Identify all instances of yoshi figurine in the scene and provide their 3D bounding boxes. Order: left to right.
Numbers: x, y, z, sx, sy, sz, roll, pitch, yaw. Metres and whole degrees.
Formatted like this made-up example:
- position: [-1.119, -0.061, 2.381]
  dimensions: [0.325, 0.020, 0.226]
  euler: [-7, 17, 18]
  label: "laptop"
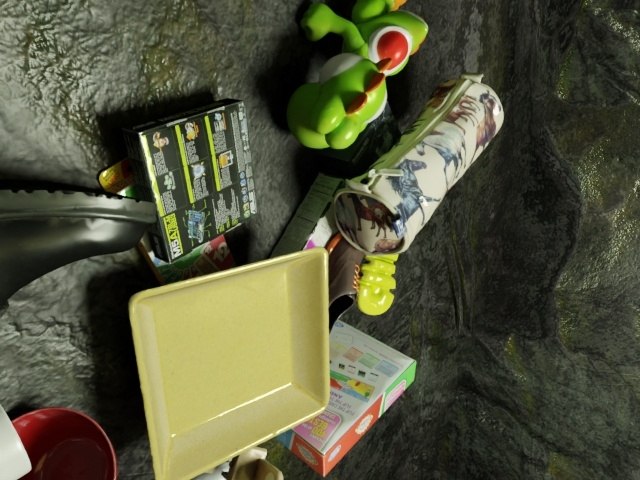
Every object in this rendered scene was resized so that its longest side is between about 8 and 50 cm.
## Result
- position: [0.048, -0.295, 0.826]
  dimensions: [0.203, 0.203, 0.362]
  euler: [106, 10, -60]
  label: "yoshi figurine"

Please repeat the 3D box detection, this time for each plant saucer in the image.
- position: [-0.139, 0.188, 0.783]
  dimensions: [0.333, 0.081, 0.333]
  euler: [-14, 111, -35]
  label: "plant saucer"

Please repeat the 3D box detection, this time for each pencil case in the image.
- position: [0.199, -0.157, 0.915]
  dimensions: [0.410, 0.160, 0.183]
  euler: [-48, 154, -25]
  label: "pencil case"

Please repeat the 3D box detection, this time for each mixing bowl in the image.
- position: [-0.352, 0.319, 0.633]
  dimensions: [0.181, 0.181, 0.098]
  euler: [-55, 172, -17]
  label: "mixing bowl"

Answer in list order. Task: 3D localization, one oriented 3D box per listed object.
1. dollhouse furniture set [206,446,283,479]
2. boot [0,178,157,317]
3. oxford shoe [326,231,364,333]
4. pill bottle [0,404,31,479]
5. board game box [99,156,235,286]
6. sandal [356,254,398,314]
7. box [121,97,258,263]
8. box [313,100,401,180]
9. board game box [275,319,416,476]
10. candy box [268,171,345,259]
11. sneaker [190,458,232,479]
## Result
- position: [-0.267, 0.444, 0.706]
  dimensions: [0.355, 0.174, 0.303]
  euler: [26, 72, -26]
  label: "dollhouse furniture set"
- position: [-0.352, 0.068, 0.501]
  dimensions: [0.348, 0.131, 0.260]
  euler: [-5, 106, -40]
  label: "boot"
- position: [0.049, 0.075, 0.930]
  dimensions: [0.271, 0.098, 0.097]
  euler: [-57, 143, -13]
  label: "oxford shoe"
- position: [-0.446, 0.271, 0.490]
  dimensions: [0.229, 0.131, 0.131]
  euler: [-27, 128, -42]
  label: "pill bottle"
- position: [-0.220, -0.020, 0.716]
  dimensions: [0.124, 0.039, 0.259]
  euler: [-44, 135, -30]
  label: "board game box"
- position: [0.128, 0.006, 1.103]
  dimensions: [0.126, 0.138, 0.317]
  euler: [24, 86, -28]
  label: "sandal"
- position: [-0.173, -0.090, 0.676]
  dimensions: [0.184, 0.045, 0.191]
  euler: [-34, 132, -41]
  label: "box"
- position: [0.089, -0.185, 0.975]
  dimensions: [0.156, 0.093, 0.158]
  euler: [-58, 142, -14]
  label: "box"
- position: [0.021, 0.315, 1.025]
  dimensions: [0.316, 0.242, 0.064]
  euler: [-30, 130, -39]
  label: "board game box"
- position: [0.000, 0.000, 0.975]
  dimensions: [0.233, 0.071, 0.159]
  euler: [-59, 143, -10]
  label: "candy box"
- position: [-0.189, 0.577, 0.978]
  dimensions: [0.210, 0.137, 0.366]
  euler: [-30, 127, -37]
  label: "sneaker"
